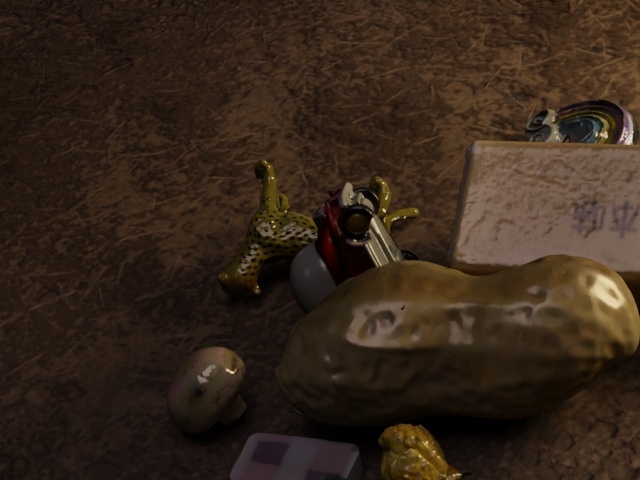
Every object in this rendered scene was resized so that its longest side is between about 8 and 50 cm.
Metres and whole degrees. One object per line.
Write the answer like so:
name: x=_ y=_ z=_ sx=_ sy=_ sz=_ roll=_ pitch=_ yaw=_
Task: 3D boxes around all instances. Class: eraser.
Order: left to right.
eraser: x=-0.021 y=0.200 z=1.568 sx=0.105 sy=0.026 sz=0.065 roll=6 pitch=39 yaw=23
eraser: x=0.294 y=-0.012 z=1.664 sx=0.343 sy=0.078 sz=0.144 roll=2 pitch=62 yaw=19

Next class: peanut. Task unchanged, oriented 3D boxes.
peanut: x=0.118 y=0.087 z=1.573 sx=0.313 sy=0.149 sz=0.149 roll=-5 pitch=39 yaw=12

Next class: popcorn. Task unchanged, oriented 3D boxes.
popcorn: x=0.088 y=0.191 z=1.511 sx=0.084 sy=0.084 sz=0.084 roll=-8 pitch=38 yaw=7

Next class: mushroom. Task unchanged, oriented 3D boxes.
mushroom: x=-0.100 y=0.136 z=1.641 sx=0.083 sy=0.067 sz=0.083 roll=-42 pitch=17 yaw=16

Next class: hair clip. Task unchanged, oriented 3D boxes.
hair clip: x=0.264 y=-0.088 z=1.821 sx=0.116 sy=0.049 sz=0.172 roll=-18 pitch=39 yaw=13

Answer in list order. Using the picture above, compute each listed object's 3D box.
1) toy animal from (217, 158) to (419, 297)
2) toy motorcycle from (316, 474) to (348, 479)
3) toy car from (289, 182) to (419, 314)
toy animal: x=0.000 y=0.000 z=1.789 sx=0.181 sy=0.073 sz=0.136 roll=7 pitch=49 yaw=6
toy motorcycle: x=0.111 y=0.294 z=1.174 sx=0.241 sy=0.319 sz=0.182 roll=0 pitch=37 yaw=29
toy car: x=0.024 y=0.026 z=1.697 sx=0.112 sy=0.139 sz=0.112 roll=-28 pitch=11 yaw=14
